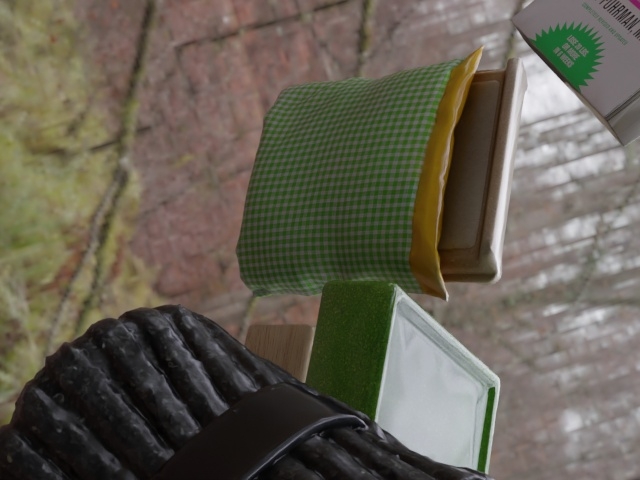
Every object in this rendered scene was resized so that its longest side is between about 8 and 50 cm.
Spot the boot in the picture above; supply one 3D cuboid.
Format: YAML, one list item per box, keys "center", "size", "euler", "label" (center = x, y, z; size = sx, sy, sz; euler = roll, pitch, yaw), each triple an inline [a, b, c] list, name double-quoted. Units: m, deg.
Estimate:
- center: [-0.062, 0.177, 0.433]
  size: [0.260, 0.348, 0.131]
  euler: [21, -48, 30]
  label: "boot"

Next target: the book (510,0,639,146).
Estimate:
- center: [0.169, -0.118, 0.589]
  size: [0.035, 0.144, 0.096]
  euler: [44, 10, -42]
  label: "book"

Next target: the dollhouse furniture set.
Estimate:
- center: [0.000, 0.000, 0.776]
  size: [0.151, 0.197, 0.302]
  euler: [37, 58, -51]
  label: "dollhouse furniture set"
